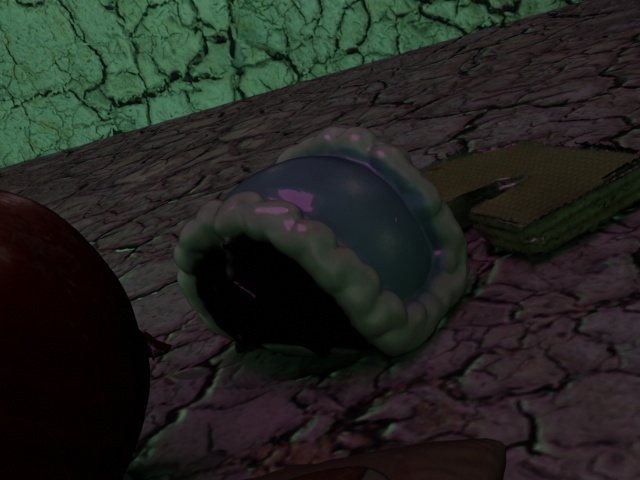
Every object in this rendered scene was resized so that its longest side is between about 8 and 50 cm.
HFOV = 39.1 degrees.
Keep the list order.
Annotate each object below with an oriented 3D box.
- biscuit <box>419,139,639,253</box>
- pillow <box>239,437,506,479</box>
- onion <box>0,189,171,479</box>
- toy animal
[{"bbox_3d":[0.173,-0.046,0.840,0.147,0.046,0.250,-28,21,-20],"label":"biscuit"},{"bbox_3d":[-0.015,0.166,0.370,0.223,0.084,0.236,-17,20,6],"label":"pillow"},{"bbox_3d":[-0.235,0.100,0.531,0.276,0.276,0.276,-18,18,6],"label":"onion"},{"bbox_3d":[0.000,0.000,0.723,0.208,0.156,0.204,1,31,40],"label":"toy animal"}]
